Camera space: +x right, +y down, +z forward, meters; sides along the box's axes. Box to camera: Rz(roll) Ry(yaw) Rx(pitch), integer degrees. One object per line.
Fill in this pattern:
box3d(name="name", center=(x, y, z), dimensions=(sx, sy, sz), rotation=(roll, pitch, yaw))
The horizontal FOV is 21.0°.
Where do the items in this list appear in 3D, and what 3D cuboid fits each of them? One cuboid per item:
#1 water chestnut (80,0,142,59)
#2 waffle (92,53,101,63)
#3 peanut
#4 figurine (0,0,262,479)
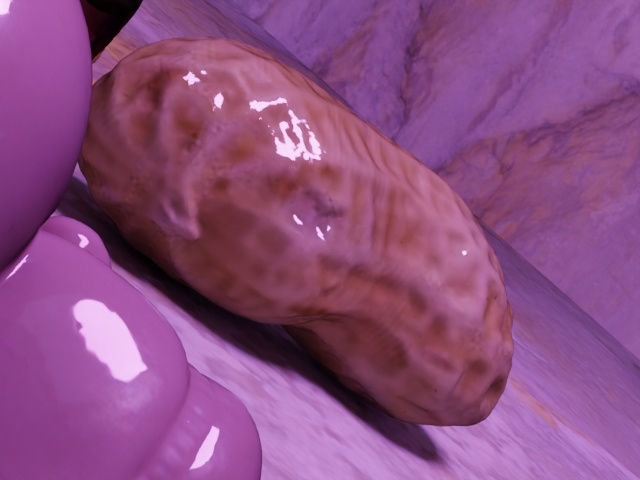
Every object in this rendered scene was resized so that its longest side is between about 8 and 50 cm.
box3d(name="water chestnut", center=(-0.158, -0.165, 0.645), dimensions=(0.300, 0.300, 0.300), rotation=(39, 8, -7))
box3d(name="waffle", center=(-0.273, -0.186, 0.926), dimensions=(0.224, 0.098, 0.328), rotation=(42, 11, 23))
box3d(name="peanut", center=(0.000, 0.000, 0.998), dimensions=(0.325, 0.140, 0.153), rotation=(39, 18, -25))
box3d(name="figurine", center=(-0.109, 0.031, 0.426), dimensions=(0.186, 0.176, 0.287), rotation=(-13, -59, 46))
